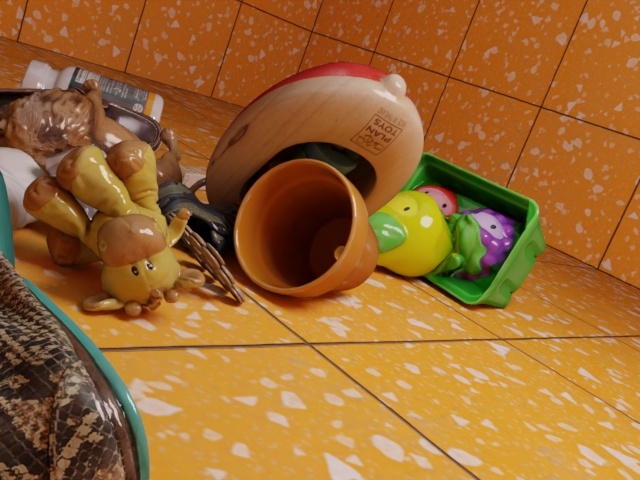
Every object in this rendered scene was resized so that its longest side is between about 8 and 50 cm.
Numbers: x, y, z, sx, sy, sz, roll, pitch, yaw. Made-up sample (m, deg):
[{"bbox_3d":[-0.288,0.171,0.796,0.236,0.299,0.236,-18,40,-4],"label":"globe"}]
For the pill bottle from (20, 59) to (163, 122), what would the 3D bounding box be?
[{"bbox_3d":[-0.491,-0.278,1.520,0.278,0.162,0.162,16,14,-18],"label":"pill bottle"}]

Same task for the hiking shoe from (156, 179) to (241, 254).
[{"bbox_3d":[-0.169,-0.007,1.128,0.227,0.086,0.114,20,36,-37],"label":"hiking shoe"}]

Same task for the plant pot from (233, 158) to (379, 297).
[{"bbox_3d":[0.000,0.000,1.113,0.205,0.205,0.188,29,-1,31],"label":"plant pot"}]

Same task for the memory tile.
[{"bbox_3d":[-0.158,0.023,0.979,0.148,0.012,0.113,36,-20,47],"label":"memory tile"}]

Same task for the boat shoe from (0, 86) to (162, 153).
[{"bbox_3d":[-0.470,-0.232,1.366,0.342,0.123,0.123,11,-11,-21],"label":"boat shoe"}]

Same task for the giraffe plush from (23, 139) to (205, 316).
[{"bbox_3d":[-0.231,0.007,0.837,0.210,0.181,0.170,55,-1,-40],"label":"giraffe plush"}]

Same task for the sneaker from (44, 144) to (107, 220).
[{"bbox_3d":[-0.320,-0.055,1.058,0.105,0.115,0.281,-16,-6,8],"label":"sneaker"}]

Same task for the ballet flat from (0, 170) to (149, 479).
[{"bbox_3d":[-0.289,0.056,0.530,0.182,0.164,0.483,-12,30,-30],"label":"ballet flat"}]

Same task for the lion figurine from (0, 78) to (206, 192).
[{"bbox_3d":[-0.349,-0.149,1.238,0.392,0.142,0.240,26,20,-23],"label":"lion figurine"}]

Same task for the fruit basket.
[{"bbox_3d":[0.240,-0.031,1.488,0.392,0.283,0.392,34,1,0],"label":"fruit basket"}]

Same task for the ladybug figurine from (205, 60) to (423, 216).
[{"bbox_3d":[-0.013,-0.151,1.190,0.305,0.449,0.162,26,50,-31],"label":"ladybug figurine"}]

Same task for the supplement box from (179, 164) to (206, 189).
[{"bbox_3d":[-0.284,-0.138,1.543,0.062,0.036,0.098,27,15,29],"label":"supplement box"}]

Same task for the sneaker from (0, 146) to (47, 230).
[{"bbox_3d":[-0.492,-0.097,0.925,0.292,0.108,0.169,31,12,1],"label":"sneaker"}]
